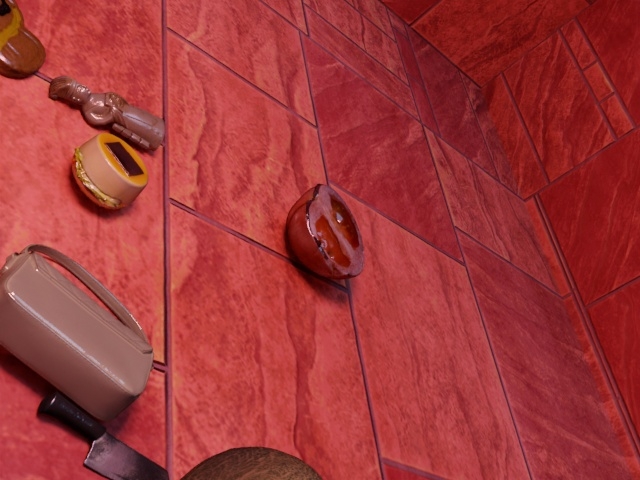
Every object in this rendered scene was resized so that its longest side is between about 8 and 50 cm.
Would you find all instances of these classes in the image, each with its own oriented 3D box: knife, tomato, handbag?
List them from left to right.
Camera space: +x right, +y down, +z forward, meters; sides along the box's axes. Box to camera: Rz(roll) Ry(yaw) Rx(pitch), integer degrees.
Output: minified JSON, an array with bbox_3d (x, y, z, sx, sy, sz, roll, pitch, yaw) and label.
[{"bbox_3d":[-0.337,0.113,1.119,0.256,0.079,0.219,45,15,-17],"label":"handbag"},{"bbox_3d":[-0.279,0.284,1.070,0.230,0.028,0.060,43,43,-25],"label":"knife"},{"bbox_3d":[0.000,0.000,1.685,0.199,0.112,0.228,56,27,-12],"label":"tomato"}]

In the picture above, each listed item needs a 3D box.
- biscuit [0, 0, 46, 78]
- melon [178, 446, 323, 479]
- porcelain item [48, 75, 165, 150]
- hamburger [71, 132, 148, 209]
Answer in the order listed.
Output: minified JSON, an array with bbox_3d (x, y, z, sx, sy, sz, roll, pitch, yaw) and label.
[{"bbox_3d":[-0.578,-0.386,1.327,0.290,0.041,0.208,42,30,-22],"label":"biscuit"},{"bbox_3d":[-0.105,0.390,0.976,0.248,0.248,0.329,55,33,3],"label":"melon"},{"bbox_3d":[-0.379,-0.234,1.442,0.213,0.054,0.084,26,37,-39],"label":"porcelain item"},{"bbox_3d":[-0.350,-0.110,1.324,0.126,0.081,0.141,48,17,-15],"label":"hamburger"}]
